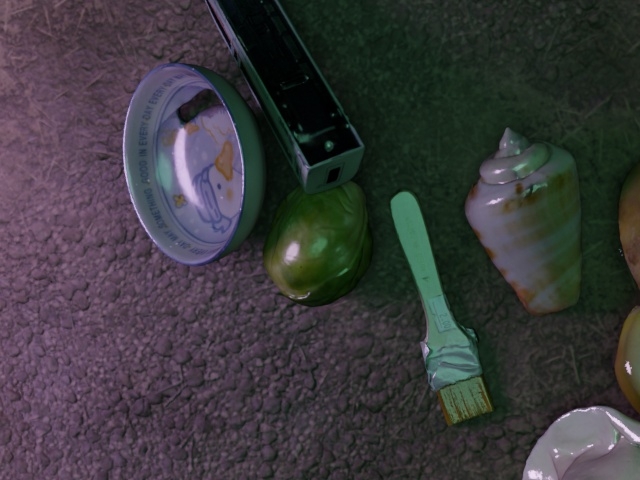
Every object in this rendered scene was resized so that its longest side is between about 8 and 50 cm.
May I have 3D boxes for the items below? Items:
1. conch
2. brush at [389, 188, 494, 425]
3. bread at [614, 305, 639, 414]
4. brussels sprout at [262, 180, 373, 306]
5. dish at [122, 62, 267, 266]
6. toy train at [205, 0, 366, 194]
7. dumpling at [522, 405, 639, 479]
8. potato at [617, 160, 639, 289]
[{"bbox_3d":[0.280,-0.025,1.331,0.158,0.127,0.255,-22,89,9],"label":"conch"},{"bbox_3d":[0.159,0.089,1.409,0.086,0.020,0.336,-19,89,10],"label":"brush"},{"bbox_3d":[0.482,0.149,1.307,0.213,0.104,0.213,-1,71,2],"label":"bread"},{"bbox_3d":[0.002,0.003,1.376,0.131,0.145,0.183,27,103,-22],"label":"brussels sprout"},{"bbox_3d":[-0.144,-0.111,1.394,0.273,0.134,0.273,14,110,43],"label":"dish"},{"bbox_3d":[-0.070,-0.251,1.376,0.087,0.088,0.407,-22,68,-14],"label":"toy train"},{"bbox_3d":[0.399,0.327,1.313,0.318,0.187,0.242,-40,62,31],"label":"dumpling"},{"bbox_3d":[0.501,-0.006,1.254,0.239,0.116,0.299,-15,69,-4],"label":"potato"}]
